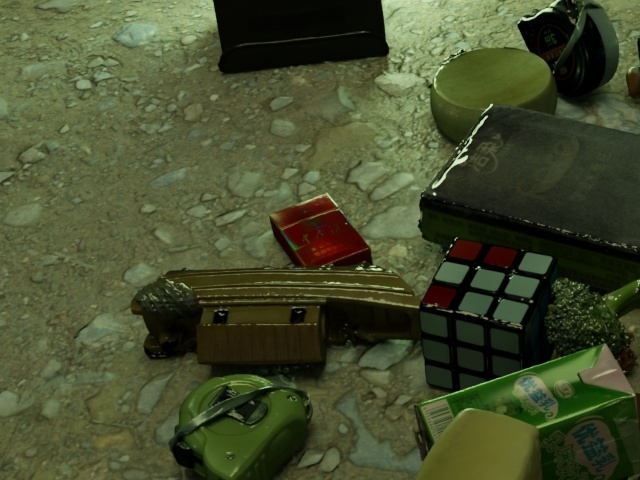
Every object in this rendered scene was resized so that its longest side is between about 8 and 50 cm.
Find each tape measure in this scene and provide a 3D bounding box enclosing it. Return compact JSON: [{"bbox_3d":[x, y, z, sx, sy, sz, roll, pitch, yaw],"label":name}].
[{"bbox_3d":[-0.111,0.257,1.708,0.175,0.106,0.200,23,47,30],"label":"tape measure"},{"bbox_3d":[0.459,-0.355,2.279,0.107,0.181,0.182,-24,5,-22],"label":"tape measure"}]

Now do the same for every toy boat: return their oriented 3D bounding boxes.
[{"bbox_3d":[-0.061,0.114,1.857,0.446,0.136,0.162,-3,44,7],"label":"toy boat"}]

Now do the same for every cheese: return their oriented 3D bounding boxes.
[{"bbox_3d":[0.164,0.361,1.395,0.124,0.265,0.242,8,42,21],"label":"cheese"}]

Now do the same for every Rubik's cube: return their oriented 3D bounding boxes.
[{"bbox_3d":[0.242,0.114,1.763,0.163,0.160,0.162,12,43,24],"label":"Rubik's cube"}]

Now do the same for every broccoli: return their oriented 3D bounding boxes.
[{"bbox_3d":[0.398,0.093,1.701,0.204,0.118,0.122,-29,30,-27],"label":"broccoli"}]

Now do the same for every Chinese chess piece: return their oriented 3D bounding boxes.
[{"bbox_3d":[0.311,-0.260,2.261,0.238,0.092,0.237,-6,40,5],"label":"Chinese chess piece"}]

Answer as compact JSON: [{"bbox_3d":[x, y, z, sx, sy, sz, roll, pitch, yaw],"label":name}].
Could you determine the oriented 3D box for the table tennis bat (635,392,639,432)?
[{"bbox_3d":[0.461,0.273,1.636,0.131,0.022,0.234,-33,43,-26],"label":"table tennis bat"}]

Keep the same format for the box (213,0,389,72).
[{"bbox_3d":[-0.047,-0.504,2.546,0.345,0.204,0.251,-6,39,4],"label":"box"}]

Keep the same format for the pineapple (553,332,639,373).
[{"bbox_3d":[0.367,0.163,1.750,0.137,0.069,0.116,-20,41,-9],"label":"pineapple"}]

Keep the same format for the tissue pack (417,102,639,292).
[{"bbox_3d":[0.391,-0.066,1.981,0.394,0.124,0.288,16,45,28],"label":"tissue pack"}]

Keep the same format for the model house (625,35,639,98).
[{"bbox_3d":[0.657,-0.296,2.199,0.271,0.190,0.301,24,65,30],"label":"model house"}]

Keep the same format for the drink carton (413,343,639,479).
[{"bbox_3d":[0.263,0.256,1.584,0.271,0.161,0.108,-18,41,-1],"label":"drink carton"}]

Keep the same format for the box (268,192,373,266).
[{"bbox_3d":[0.000,-0.001,2.045,0.112,0.048,0.175,-22,40,-14],"label":"box"}]
